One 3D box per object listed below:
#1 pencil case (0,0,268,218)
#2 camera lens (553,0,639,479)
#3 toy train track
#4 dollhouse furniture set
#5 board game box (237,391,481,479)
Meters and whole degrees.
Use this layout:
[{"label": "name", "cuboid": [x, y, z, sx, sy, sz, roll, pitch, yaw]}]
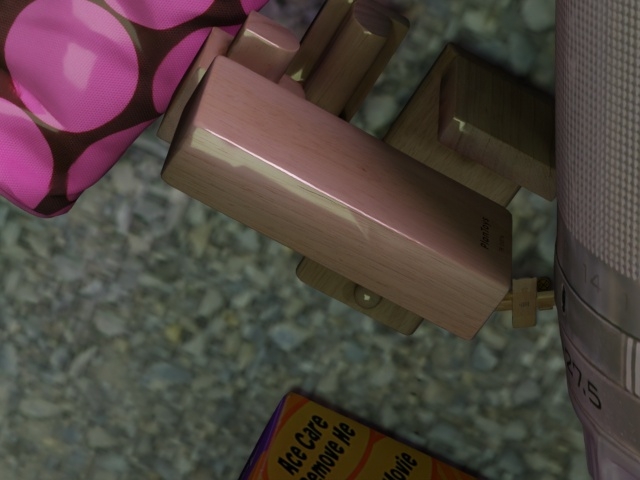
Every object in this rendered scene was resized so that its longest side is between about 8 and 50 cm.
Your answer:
[{"label": "pencil case", "cuboid": [-0.075, -0.105, 0.659, 0.098, 0.095, 0.209, 19, 122, -42]}, {"label": "camera lens", "cuboid": [0.185, -0.045, 0.567, 0.219, 0.219, 0.274, 1, 115, 10]}, {"label": "toy train track", "cuboid": [0.100, 0.018, 0.724, 0.083, 0.014, 0.048, -5, 154, 3]}, {"label": "dollhouse furniture set", "cuboid": [0.000, 0.000, 0.647, 0.144, 0.151, 0.123, 28, 121, -11]}, {"label": "board game box", "cuboid": [0.046, 0.352, 0.699, 0.356, 0.356, 0.356, 26, 116, -2]}]
